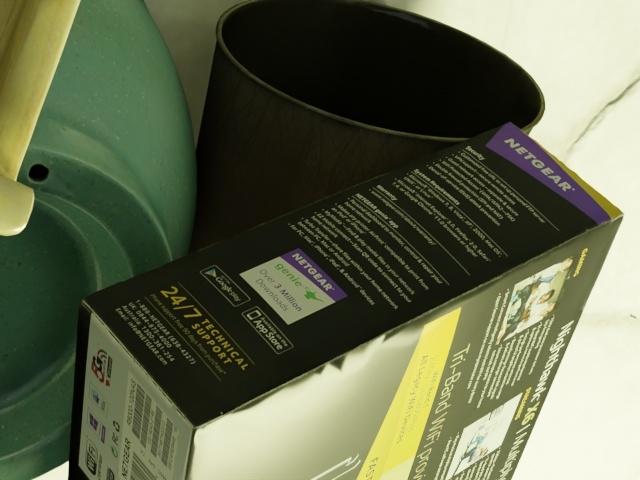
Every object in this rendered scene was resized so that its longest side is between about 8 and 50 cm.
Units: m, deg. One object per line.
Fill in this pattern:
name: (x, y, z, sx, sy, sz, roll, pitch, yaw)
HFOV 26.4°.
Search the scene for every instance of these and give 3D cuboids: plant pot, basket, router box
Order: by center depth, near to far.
plant pot: (-0.178, -0.008, 0.612, 0.293, 0.196, 0.293, -15, 127, -21)
router box: (-0.002, 0.114, 0.665, 0.243, 0.081, 0.308, -23, 143, -34)
basket: (0.000, 0.000, 0.754, 0.204, 0.154, 0.226, -14, 134, -46)

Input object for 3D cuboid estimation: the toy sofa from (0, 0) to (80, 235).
toy sofa: (-0.129, -0.189, 0.448, 0.150, 0.177, 0.362, 22, 82, -29)
